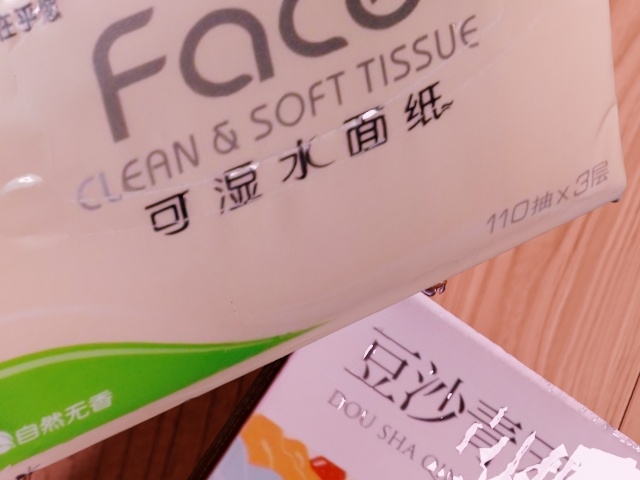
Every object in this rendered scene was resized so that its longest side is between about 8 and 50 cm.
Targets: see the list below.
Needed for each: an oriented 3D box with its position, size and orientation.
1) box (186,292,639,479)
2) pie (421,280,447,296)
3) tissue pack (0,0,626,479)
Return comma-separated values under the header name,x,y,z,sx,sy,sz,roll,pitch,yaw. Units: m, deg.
name,x,y,z,sx,sy,sz,roll,pitch,yaw
box,0.049,0.264,1.110,0.344,0.122,0.385,35,82,-2
pie,-0.001,-0.002,1.196,0.191,0.033,0.088,-3,107,-30
tissue pack,-0.064,-0.099,0.967,0.405,0.205,0.331,-25,127,-18
